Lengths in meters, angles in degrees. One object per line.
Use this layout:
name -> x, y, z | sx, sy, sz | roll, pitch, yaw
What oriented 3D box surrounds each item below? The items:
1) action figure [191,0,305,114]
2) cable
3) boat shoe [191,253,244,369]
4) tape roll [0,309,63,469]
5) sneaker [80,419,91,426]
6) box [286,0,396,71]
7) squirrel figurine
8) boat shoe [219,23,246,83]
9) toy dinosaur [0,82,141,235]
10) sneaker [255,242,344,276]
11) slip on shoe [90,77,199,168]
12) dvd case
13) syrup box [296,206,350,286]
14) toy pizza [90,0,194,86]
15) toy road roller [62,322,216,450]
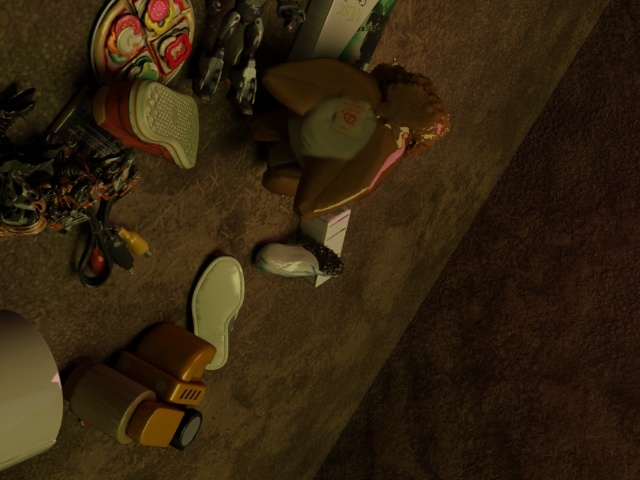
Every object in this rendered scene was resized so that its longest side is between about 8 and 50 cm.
action figure -> -0.124, -0.364, 1.188 | 0.185, 0.099, 0.285 | 10, 119, -20
cable -> -0.391, -0.019, 1.255 | 0.139, 0.072, 0.287 | -31, 143, -17
boat shoe -> -0.249, 0.157, 1.709 | 0.099, 0.116, 0.320 | -99, -162, -60
tape roll -> -0.537, 0.241, 1.090 | 0.169, 0.246, 0.246 | -15, 134, -55
sneaker -> -0.483, 0.415, 1.611 | 0.042, 0.067, 0.118 | -55, 155, 1
box -> 0.058, -0.458, 1.484 | 0.232, 0.058, 0.322 | -13, 134, -55
squirrel figurine -> 0.057, -0.204, 1.449 | 0.397, 0.281, 0.370 | -21, 177, -10
boat shoe -> -0.143, -0.343, 1.285 | 0.137, 0.049, 0.043 | -60, 158, 17
toy dinosaur -> -0.414, -0.072, 1.011 | 0.322, 0.164, 0.218 | -42, 156, -34
sneaker -> -0.053, 0.054, 1.815 | 0.237, 0.085, 0.086 | 8, 155, -24
slip on shoe -> -0.271, -0.191, 1.173 | 0.331, 0.101, 0.123 | 15, 79, -82
dvd case -> -0.395, -0.124, 1.150 | 0.221, 0.018, 0.164 | -53, 156, -4
syrup box -> 0.000, 0.000, 1.912 | 0.096, 0.093, 0.237 | -32, 147, -39
toy pizza -> -0.269, -0.309, 1.122 | 0.201, 0.032, 0.201 | -41, 152, -27
toy road roller -> -0.361, 0.297, 1.539 | 0.241, 0.202, 0.329 | -64, 161, -8
